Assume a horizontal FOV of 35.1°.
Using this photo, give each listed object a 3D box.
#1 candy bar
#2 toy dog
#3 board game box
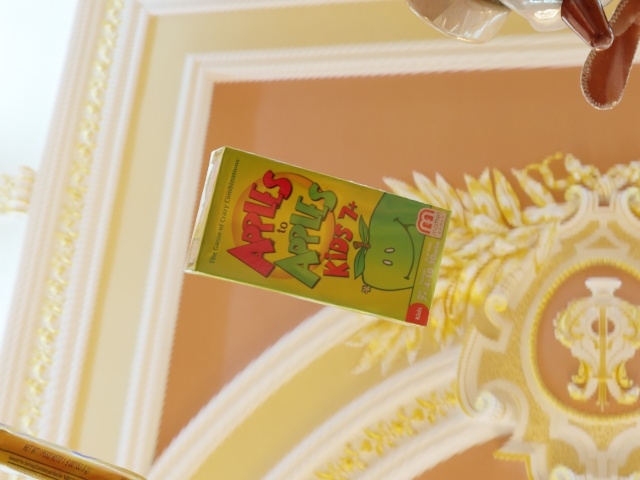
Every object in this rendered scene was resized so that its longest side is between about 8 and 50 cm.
[{"bbox_3d":[-0.121,0.083,0.400,0.162,0.040,0.018,18,-112,11],"label":"candy bar"},{"bbox_3d":[0.230,-0.192,0.749,0.334,0.220,0.161,-15,-119,-24],"label":"toy dog"},{"bbox_3d":[0.000,0.000,0.749,0.181,0.043,0.092,15,-95,-18],"label":"board game box"}]
